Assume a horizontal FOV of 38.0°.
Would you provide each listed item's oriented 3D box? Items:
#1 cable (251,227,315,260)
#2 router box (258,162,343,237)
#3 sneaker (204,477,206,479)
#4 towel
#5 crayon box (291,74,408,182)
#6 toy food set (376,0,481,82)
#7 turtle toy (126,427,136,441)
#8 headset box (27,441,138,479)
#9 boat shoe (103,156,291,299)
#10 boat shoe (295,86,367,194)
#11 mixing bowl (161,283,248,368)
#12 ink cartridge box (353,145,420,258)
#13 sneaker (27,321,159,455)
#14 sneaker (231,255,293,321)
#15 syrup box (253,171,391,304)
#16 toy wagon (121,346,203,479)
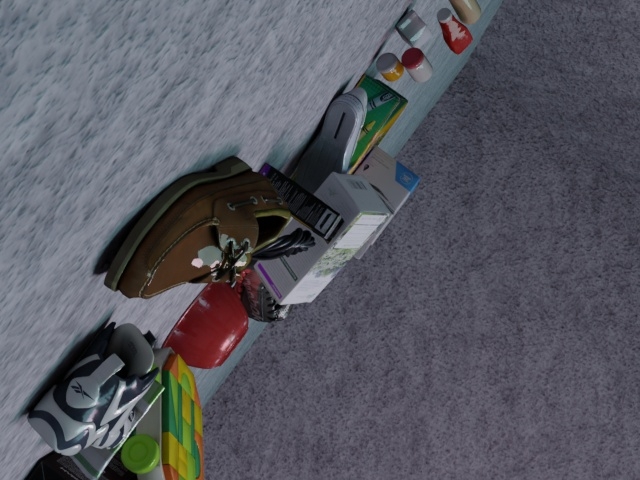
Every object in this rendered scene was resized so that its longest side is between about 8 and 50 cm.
[{"bbox_3d":[-0.082,0.004,1.402,0.150,0.047,0.184,-12,175,16],"label":"cable"},{"bbox_3d":[-0.031,-0.055,1.413,0.046,0.133,0.179,-55,176,0],"label":"router box"},{"bbox_3d":[-0.272,0.534,1.887,0.070,0.051,0.134,-60,-179,15],"label":"sneaker"},{"bbox_3d":[-0.283,0.238,1.261,0.152,0.113,0.023,-52,135,-10],"label":"towel"},{"bbox_3d":[0.044,-0.166,1.711,0.278,0.081,0.165,-55,176,12],"label":"crayon box"},{"bbox_3d":[0.183,-0.366,1.554,0.232,0.111,0.104,-44,146,5],"label":"toy food set"},{"bbox_3d":[-0.314,0.324,1.638,0.066,0.130,0.095,-18,164,29],"label":"turtle toy"},{"bbox_3d":[-0.390,0.416,1.420,0.218,0.110,0.293,-54,176,4],"label":"headset box"},{"bbox_3d":[-0.115,-0.009,1.013,0.111,0.104,0.307,-56,176,31],"label":"boat shoe"},{"bbox_3d":[0.029,-0.160,1.576,0.076,0.083,0.226,-48,173,-46],"label":"boat shoe"},{"bbox_3d":[-0.192,0.161,1.654,0.181,0.098,0.181,-53,177,-4],"label":"mixing bowl"},{"bbox_3d":[0.087,-0.068,1.690,0.180,0.104,0.060,-52,176,-18],"label":"ink cartridge box"},{"bbox_3d":[-0.242,0.168,1.122,0.153,0.094,0.235,-45,166,3],"label":"sneaker"},{"bbox_3d":[-0.103,0.083,1.772,0.098,0.135,0.276,-50,174,-25],"label":"sneaker"},{"bbox_3d":[0.000,0.000,1.585,0.093,0.096,0.237,0,138,-52],"label":"syrup box"},{"bbox_3d":[-0.237,0.349,1.458,0.267,0.068,0.344,72,10,-60],"label":"toy wagon"}]
